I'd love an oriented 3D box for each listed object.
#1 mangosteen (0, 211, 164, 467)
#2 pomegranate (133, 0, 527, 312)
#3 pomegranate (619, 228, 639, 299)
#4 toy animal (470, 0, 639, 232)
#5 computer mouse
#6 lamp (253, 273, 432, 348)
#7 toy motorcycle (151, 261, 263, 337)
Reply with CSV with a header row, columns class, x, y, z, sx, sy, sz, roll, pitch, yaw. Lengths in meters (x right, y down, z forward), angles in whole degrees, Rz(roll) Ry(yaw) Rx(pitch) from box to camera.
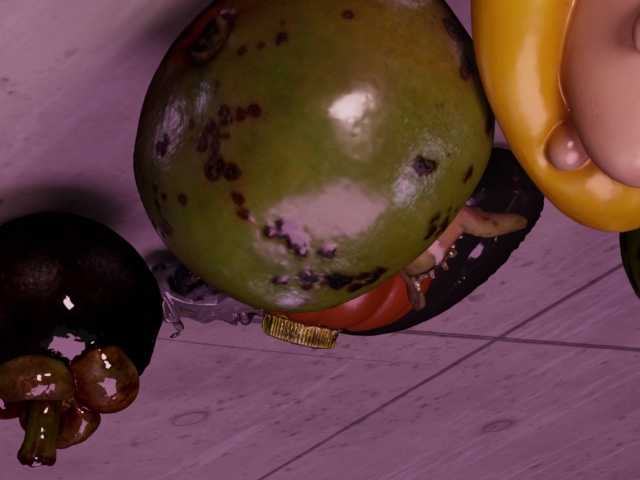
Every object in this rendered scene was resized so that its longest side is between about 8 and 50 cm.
class,x,y,z,sx,sy,sz,roll,pitch,yaw
mangosteen,-0.252,0.099,1.689,0.211,0.250,0.211,2,147,1
pomegranate,0.013,-0.055,1.383,0.290,0.323,0.291,-29,-164,10
pomegranate,0.443,0.031,1.935,0.242,0.242,0.306,-16,127,2
toy animal,0.286,-0.137,1.322,0.246,0.278,0.345,8,-159,40
computer mouse,0.104,0.018,1.902,0.183,0.116,0.323,0,153,-42
lamp,0.000,0.000,1.688,0.223,0.197,0.223,13,-175,-1
toy motorcycle,-0.111,0.058,1.907,0.122,0.080,0.215,-20,161,13
